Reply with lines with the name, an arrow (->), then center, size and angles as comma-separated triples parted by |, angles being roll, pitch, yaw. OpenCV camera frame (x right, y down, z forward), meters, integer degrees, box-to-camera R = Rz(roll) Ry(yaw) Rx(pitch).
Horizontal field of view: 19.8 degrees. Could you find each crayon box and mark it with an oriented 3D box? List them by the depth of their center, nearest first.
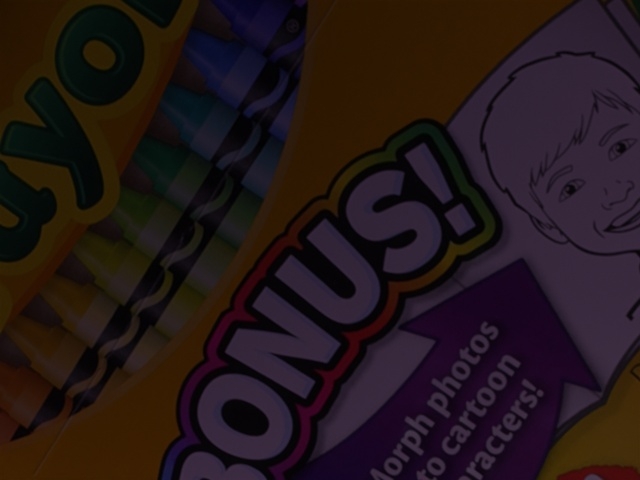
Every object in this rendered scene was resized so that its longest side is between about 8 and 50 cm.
crayon box -> 0.013, 0.019, 0.653 | 0.313, 0.363, 0.106 | 34, -162, 2
